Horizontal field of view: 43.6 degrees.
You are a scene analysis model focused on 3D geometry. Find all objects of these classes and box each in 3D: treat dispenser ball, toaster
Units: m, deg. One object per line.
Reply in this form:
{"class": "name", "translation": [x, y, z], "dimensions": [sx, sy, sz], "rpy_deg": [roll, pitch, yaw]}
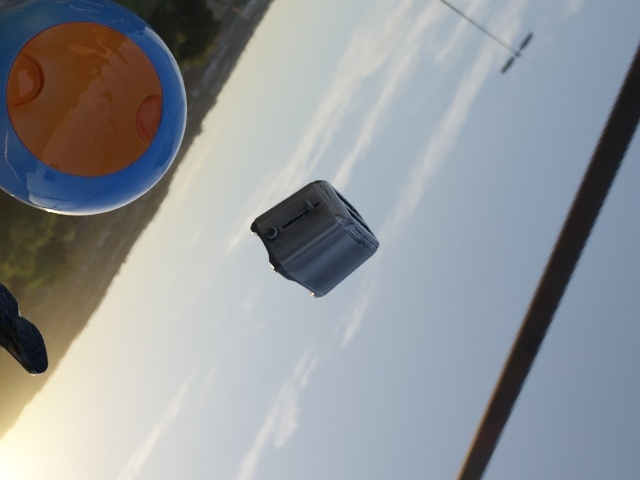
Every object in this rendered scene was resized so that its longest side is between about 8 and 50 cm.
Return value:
{"class": "treat dispenser ball", "translation": [-0.323, -0.177, 1.052], "dimensions": [0.288, 0.288, 0.288], "rpy_deg": [-53, -165, 21]}
{"class": "toaster", "translation": [0.000, 0.000, 1.328], "dimensions": [0.146, 0.227, 0.129], "rpy_deg": [-37, -122, 9]}

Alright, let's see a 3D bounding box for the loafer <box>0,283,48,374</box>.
{"class": "loafer", "translation": [-0.517, 0.155, 1.333], "dimensions": [0.061, 0.170, 0.062], "rpy_deg": [-30, -178, 18]}
